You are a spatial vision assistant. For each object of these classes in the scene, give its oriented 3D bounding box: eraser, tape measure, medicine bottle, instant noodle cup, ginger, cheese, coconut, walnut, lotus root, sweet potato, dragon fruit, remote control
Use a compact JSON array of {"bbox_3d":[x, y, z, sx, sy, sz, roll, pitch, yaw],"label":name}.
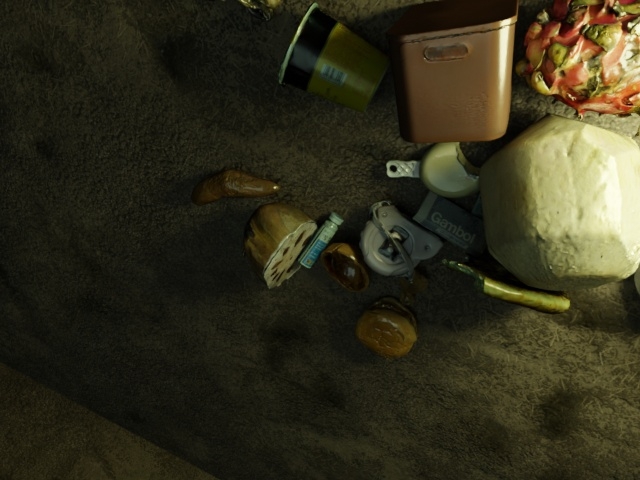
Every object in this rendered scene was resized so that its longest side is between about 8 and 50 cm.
[{"bbox_3d":[0.372,-0.046,1.395,0.212,0.092,0.046,31,162,2],"label":"eraser"},{"bbox_3d":[0.216,0.010,1.463,0.236,0.120,0.197,34,99,2],"label":"tape measure"},{"bbox_3d":[0.000,0.000,1.565,0.051,0.051,0.191,36,102,-2],"label":"medicine bottle"},{"bbox_3d":[0.038,-0.436,1.242,0.236,0.216,0.216,27,127,-3],"label":"instant noodle cup"},{"bbox_3d":[0.292,0.144,1.570,0.096,0.067,0.165,6,135,20],"label":"ginger"},{"bbox_3d":[0.311,-0.177,1.356,0.248,0.071,0.164,-17,111,30],"label":"cheese"},{"bbox_3d":[0.546,-0.099,1.113,0.344,0.416,0.416,3,124,-5],"label":"coconut"},{"bbox_3d":[0.092,0.069,1.584,0.167,0.087,0.211,15,146,27],"label":"walnut"},{"bbox_3d":[-0.146,0.003,1.570,0.192,0.272,0.272,37,128,11],"label":"lotus root"},{"bbox_3d":[-0.293,-0.176,1.604,0.341,0.092,0.114,-6,142,26],"label":"sweet potato"},{"bbox_3d":[0.553,-0.378,1.018,0.290,0.250,0.269,-2,123,7],"label":"dragon fruit"},{"bbox_3d":[0.446,-0.098,1.353,0.053,0.018,0.125,21,151,11],"label":"remote control"}]

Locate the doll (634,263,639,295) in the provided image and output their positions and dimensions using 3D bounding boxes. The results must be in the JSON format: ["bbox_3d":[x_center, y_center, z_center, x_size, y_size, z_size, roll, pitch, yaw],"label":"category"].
[{"bbox_3d":[0.909,0.078,1.213,0.220,0.221,0.251,14,147,14],"label":"doll"}]

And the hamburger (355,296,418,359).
[{"bbox_3d":[0.223,0.292,1.669,0.213,0.108,0.214,13,129,17],"label":"hamburger"}]

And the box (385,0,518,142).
[{"bbox_3d":[0.294,-0.376,1.078,0.239,0.339,0.230,3,123,21],"label":"box"}]

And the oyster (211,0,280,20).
[{"bbox_3d":[-0.249,-0.683,1.243,0.336,0.133,0.198,29,125,1],"label":"oyster"}]

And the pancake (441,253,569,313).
[{"bbox_3d":[0.482,0.113,1.288,0.304,0.426,0.067,23,102,25],"label":"pancake"}]
